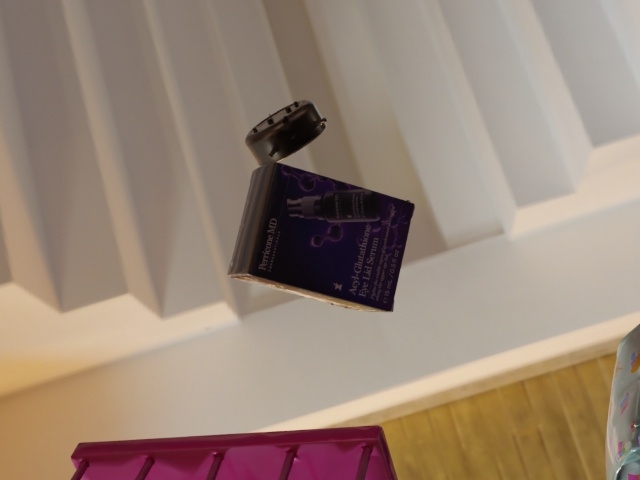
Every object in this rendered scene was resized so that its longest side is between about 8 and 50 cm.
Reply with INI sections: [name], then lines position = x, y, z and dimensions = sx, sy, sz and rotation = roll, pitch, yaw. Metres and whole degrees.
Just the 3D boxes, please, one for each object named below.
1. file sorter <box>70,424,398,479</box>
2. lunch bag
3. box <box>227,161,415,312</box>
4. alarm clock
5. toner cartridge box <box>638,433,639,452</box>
[file sorter]
position = -0.079, 0.299, 0.827
dimensions = 0.182, 0.290, 0.202
rotation = -67, -35, -56
[lunch bag]
position = 0.470, 0.264, 1.351
dimensions = 0.262, 0.160, 0.223
rotation = 68, -148, -41
[box]
position = 0.000, 0.000, 1.302
dimensions = 0.108, 0.207, 0.153
rotation = 172, 111, -69
[alarm clock]
position = -0.064, -0.178, 1.602
dimensions = 0.064, 0.129, 0.192
rotation = 58, 171, -13
[toner cartridge box]
position = 0.351, 0.323, 0.770
dimensions = 0.075, 0.165, 0.348
rotation = 142, 133, -58
